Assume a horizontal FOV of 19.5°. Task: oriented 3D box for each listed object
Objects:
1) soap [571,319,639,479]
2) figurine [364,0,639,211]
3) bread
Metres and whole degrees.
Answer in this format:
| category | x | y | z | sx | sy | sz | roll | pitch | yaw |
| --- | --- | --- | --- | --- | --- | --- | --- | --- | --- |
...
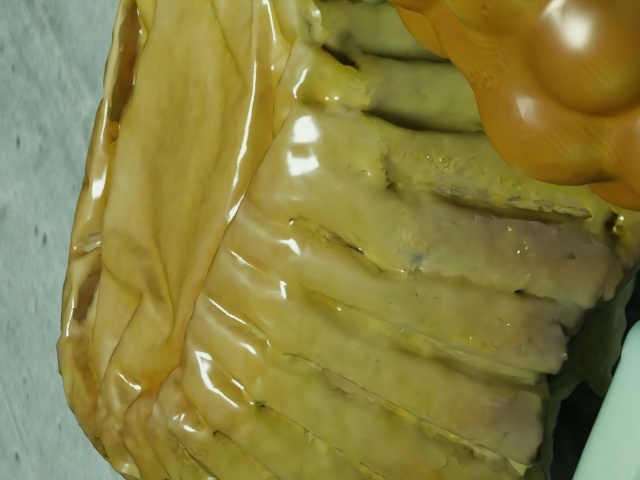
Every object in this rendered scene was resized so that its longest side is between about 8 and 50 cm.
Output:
| category | x | y | z | sx | sy | sz | roll | pitch | yaw |
| --- | --- | --- | --- | --- | --- | --- | --- | --- | --- |
| soap | 0.119 | 0.171 | 0.534 | 0.160 | 0.087 | 0.265 | 50 | 132 | 47 |
| figurine | 0.071 | -0.131 | 0.466 | 0.382 | 0.224 | 0.205 | 36 | 118 | 52 |
| bread | 0.000 | 0.000 | 0.662 | 0.274 | 0.149 | 0.274 | -13 | 75 | 60 |
